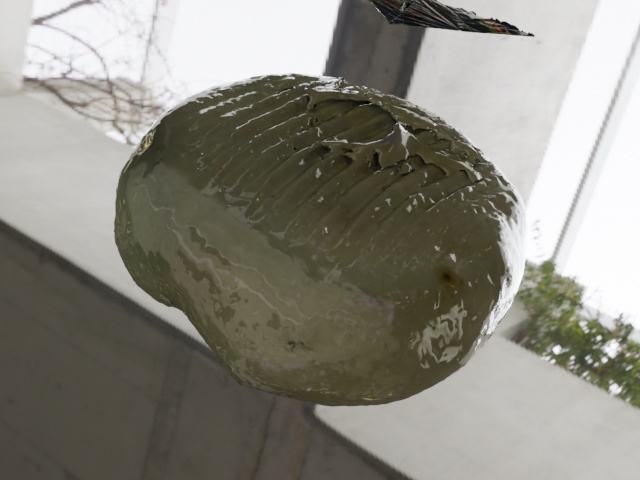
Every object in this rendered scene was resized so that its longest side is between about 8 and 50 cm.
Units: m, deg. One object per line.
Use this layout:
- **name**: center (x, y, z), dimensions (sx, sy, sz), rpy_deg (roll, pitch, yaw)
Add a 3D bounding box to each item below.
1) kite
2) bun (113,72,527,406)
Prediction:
- **kite**: center (0.050, -0.121, 0.470), dimensions (0.122, 0.090, 0.004), rpy_deg (23, -54, 4)
- **bun**: center (0.005, 0.001, 0.613), dimensions (0.273, 0.273, 0.168), rpy_deg (32, -52, 27)
